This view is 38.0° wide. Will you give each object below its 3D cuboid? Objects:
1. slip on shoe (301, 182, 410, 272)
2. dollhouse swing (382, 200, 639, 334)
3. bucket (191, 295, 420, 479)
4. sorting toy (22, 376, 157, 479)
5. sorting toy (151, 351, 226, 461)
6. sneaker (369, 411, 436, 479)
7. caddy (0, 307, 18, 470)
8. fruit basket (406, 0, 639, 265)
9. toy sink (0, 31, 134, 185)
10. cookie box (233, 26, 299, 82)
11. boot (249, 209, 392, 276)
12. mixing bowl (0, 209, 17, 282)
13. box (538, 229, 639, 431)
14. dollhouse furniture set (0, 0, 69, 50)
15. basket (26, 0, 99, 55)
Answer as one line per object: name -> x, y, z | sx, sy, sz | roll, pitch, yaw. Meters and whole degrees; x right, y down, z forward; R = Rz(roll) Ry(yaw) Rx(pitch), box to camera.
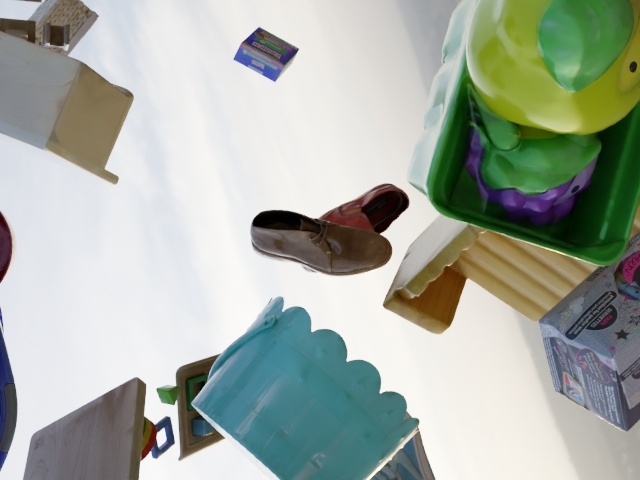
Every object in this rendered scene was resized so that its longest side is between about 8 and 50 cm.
slip on shoe -> 0.083, -0.035, 2.271 | 0.123, 0.331, 0.101 | 61, 160, -15
dollhouse swing -> 0.343, 0.033, 1.475 | 0.305, 0.347, 0.315 | 41, -150, -5
bucket -> -0.027, 0.230, 1.248 | 0.281, 0.183, 0.281 | 40, 165, 13
sorting toy -> -0.376, 0.396, 1.540 | 0.089, 0.255, 0.257 | 45, -155, -35
sorting toy -> -0.220, 0.331, 1.877 | 0.347, 0.047, 0.196 | -10, -78, -60
sneaker -> 0.134, 0.496, 2.103 | 0.208, 0.127, 0.319 | 6, -136, -36
caddy -> -0.493, 0.229, 1.228 | 0.241, 0.179, 0.342 | 163, 111, -82
fruit basket -> 0.249, -0.177, 0.931 | 0.392, 0.282, 0.392 | -163, 90, -71
toy sink -> -0.358, -0.178, 1.264 | 0.234, 0.152, 0.131 | 39, -107, -76
cookie box -> -0.100, -0.348, 1.735 | 0.091, 0.040, 0.107 | 29, -146, 0
boot -> 0.000, 0.000, 1.941 | 0.115, 0.305, 0.112 | 89, -171, -65
mixing bowl -> -0.549, 0.011, 1.461 | 0.098, 0.181, 0.182 | 9, -120, -83
box -> 0.464, 0.124, 1.365 | 0.142, 0.247, 0.163 | 28, 149, 47
dollhouse furniture set -> -0.643, -0.446, 1.968 | 0.161, 0.212, 0.242 | -175, 87, -71
basket -> -0.628, -0.507, 2.206 | 0.103, 0.167, 0.113 | 45, 163, -33
